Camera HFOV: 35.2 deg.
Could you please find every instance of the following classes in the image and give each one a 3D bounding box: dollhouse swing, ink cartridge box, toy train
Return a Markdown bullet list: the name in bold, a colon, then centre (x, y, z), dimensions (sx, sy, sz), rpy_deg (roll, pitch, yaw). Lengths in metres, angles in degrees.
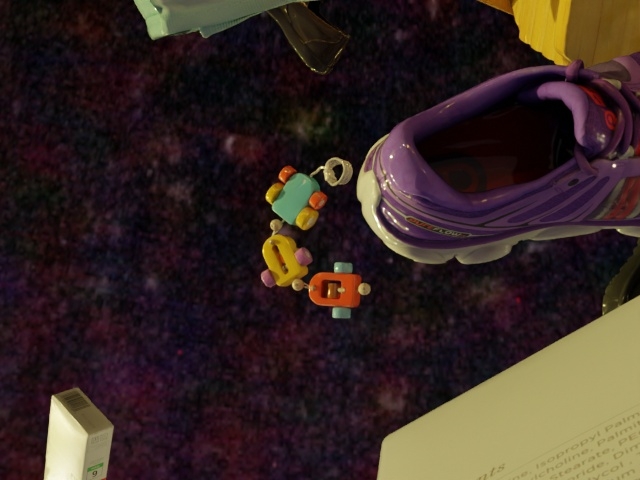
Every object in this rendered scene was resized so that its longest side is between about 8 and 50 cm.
- **dollhouse swing**: centre (0.216, -0.378, 1.324), dimensions (0.305, 0.347, 0.315), rpy_deg (-7, 120, -16)
- **ink cartridge box**: centre (-0.223, 0.199, 0.924), dimensions (0.029, 0.063, 0.115), rpy_deg (-16, 130, -41)
- **toy train**: centre (0.000, 0.000, 1.064), dimensions (0.125, 0.166, 0.046), rpy_deg (-4, 174, 26)

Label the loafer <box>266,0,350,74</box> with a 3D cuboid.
- **loafer**: centre (-0.034, -0.336, 1.405), dimensions (0.078, 0.080, 0.220), rpy_deg (-38, 88, 19)

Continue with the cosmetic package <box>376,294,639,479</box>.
- **cosmetic package**: centre (0.245, 0.263, 0.659), dimensions (0.327, 0.393, 0.329), rpy_deg (-33, 98, 13)

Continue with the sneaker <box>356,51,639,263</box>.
- **sneaker**: centre (0.097, -0.032, 0.332), dimensions (0.170, 0.068, 0.071), rpy_deg (-17, 169, -7)

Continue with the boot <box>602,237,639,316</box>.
- **boot**: centre (0.611, 0.046, 1.519), dimensions (0.260, 0.348, 0.131), rpy_deg (-3, 125, 45)

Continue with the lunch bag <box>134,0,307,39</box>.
- **lunch bag**: centre (-0.026, -0.240, 0.548), dimensions (0.160, 0.262, 0.223), rpy_deg (-4, 109, 43)
